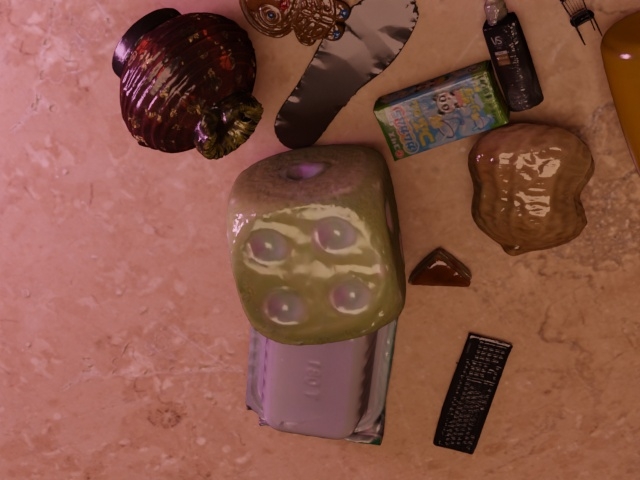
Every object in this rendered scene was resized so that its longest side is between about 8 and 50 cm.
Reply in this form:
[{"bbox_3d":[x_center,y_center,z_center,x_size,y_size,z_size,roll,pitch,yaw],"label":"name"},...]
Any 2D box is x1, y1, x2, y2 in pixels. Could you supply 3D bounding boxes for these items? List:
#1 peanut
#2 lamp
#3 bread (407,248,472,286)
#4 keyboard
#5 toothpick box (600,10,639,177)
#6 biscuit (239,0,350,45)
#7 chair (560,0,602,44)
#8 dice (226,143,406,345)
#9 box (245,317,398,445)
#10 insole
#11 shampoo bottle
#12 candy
[{"bbox_3d":[0.332,-0.078,1.872,0.196,0.110,0.233,2,115,8],"label":"peanut"},{"bbox_3d":[-0.199,-0.235,1.802,0.247,0.247,0.247,3,117,7],"label":"lamp"},{"bbox_3d":[0.200,0.045,1.990,0.109,0.043,0.062,-1,119,11],"label":"bread"},{"bbox_3d":[0.267,0.278,2.114,0.087,0.017,0.250,14,119,-1],"label":"keyboard"},{"bbox_3d":[0.526,-0.199,1.747,0.175,0.175,0.271,-13,117,15],"label":"toothpick box"},{"bbox_3d":[-0.041,-0.365,1.823,0.175,0.026,0.124,19,117,1],"label":"biscuit"},{"bbox_3d":[0.391,-0.339,1.774,0.037,0.042,0.086,-27,74,19],"label":"chair"},{"bbox_3d":[0.000,0.000,1.877,0.252,0.254,0.250,-7,116,10],"label":"dice"},{"bbox_3d":[-0.005,0.226,2.079,0.264,0.106,0.337,7,118,4],"label":"box"},{"bbox_3d":[0.033,-0.271,1.874,0.111,0.007,0.328,37,116,-8],"label":"insole"},{"bbox_3d":[0.286,-0.300,1.795,0.057,0.063,0.208,-11,117,25],"label":"shampoo bottle"},{"bbox_3d":[0.191,-0.203,1.855,0.194,0.062,0.097,-18,113,18],"label":"candy"}]
